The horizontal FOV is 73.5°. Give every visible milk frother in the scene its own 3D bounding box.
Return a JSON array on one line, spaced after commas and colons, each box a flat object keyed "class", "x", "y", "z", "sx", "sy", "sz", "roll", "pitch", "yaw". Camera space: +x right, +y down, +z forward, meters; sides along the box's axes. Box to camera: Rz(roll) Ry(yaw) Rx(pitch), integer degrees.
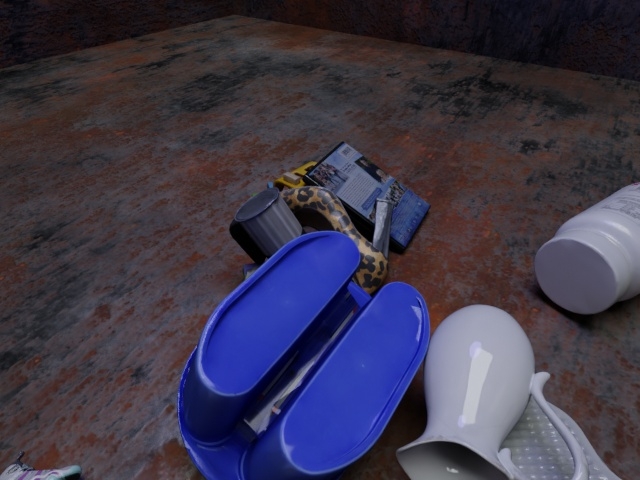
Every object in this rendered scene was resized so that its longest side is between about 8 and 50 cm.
[{"class": "milk frother", "x": -0.089, "y": 0.016, "z": 0.684, "sx": 0.129, "sy": 0.135, "sz": 0.143, "roll": -24, "pitch": 29, "yaw": 20}]

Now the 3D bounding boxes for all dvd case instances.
[{"class": "dvd case", "x": 0.105, "y": -0.100, "z": 0.916, "sx": 0.253, "sy": 0.022, "sz": 0.180, "roll": 37, "pitch": 46, "yaw": 4}]

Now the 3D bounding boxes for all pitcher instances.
[{"class": "pitcher", "x": 0.197, "y": 0.175, "z": 0.481, "sx": 0.177, "sy": 0.126, "sz": 0.207, "roll": 0, "pitch": 36, "yaw": 32}]

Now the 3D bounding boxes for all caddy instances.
[{"class": "caddy", "x": -0.018, "y": 0.152, "z": 0.551, "sx": 0.241, "sy": 0.179, "sz": 0.341, "roll": 39, "pitch": 50, "yaw": 9}]

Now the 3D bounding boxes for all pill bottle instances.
[{"class": "pill bottle", "x": 0.519, "y": 0.010, "z": 0.754, "sx": 0.283, "sy": 0.161, "sz": 0.160, "roll": -23, "pitch": 44, "yaw": -27}]

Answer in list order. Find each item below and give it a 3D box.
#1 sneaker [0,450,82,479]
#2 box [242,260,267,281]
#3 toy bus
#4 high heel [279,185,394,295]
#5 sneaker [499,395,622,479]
[{"class": "sneaker", "x": -0.335, "y": 0.271, "z": 0.496, "sx": 0.098, "sy": 0.038, "sz": 0.069, "roll": -21, "pitch": 44, "yaw": -26}, {"class": "box", "x": -0.068, "y": 0.103, "z": 0.717, "sx": 0.105, "sy": 0.043, "sz": 0.179, "roll": -9, "pitch": 41, "yaw": -13}, {"class": "toy bus", "x": -0.056, "y": -0.096, "z": 0.920, "sx": 0.190, "sy": 0.105, "sz": 0.202, "roll": -3, "pitch": 38, "yaw": -5}, {"class": "high heel", "x": 0.000, "y": 0.000, "z": 0.791, "sx": 0.261, "sy": 0.093, "sz": 0.186, "roll": 7, "pitch": 69, "yaw": 10}, {"class": "sneaker", "x": 0.266, "y": 0.287, "z": 0.438, "sx": 0.126, "sy": 0.128, "sz": 0.321, "roll": -26, "pitch": 17, "yaw": -6}]
